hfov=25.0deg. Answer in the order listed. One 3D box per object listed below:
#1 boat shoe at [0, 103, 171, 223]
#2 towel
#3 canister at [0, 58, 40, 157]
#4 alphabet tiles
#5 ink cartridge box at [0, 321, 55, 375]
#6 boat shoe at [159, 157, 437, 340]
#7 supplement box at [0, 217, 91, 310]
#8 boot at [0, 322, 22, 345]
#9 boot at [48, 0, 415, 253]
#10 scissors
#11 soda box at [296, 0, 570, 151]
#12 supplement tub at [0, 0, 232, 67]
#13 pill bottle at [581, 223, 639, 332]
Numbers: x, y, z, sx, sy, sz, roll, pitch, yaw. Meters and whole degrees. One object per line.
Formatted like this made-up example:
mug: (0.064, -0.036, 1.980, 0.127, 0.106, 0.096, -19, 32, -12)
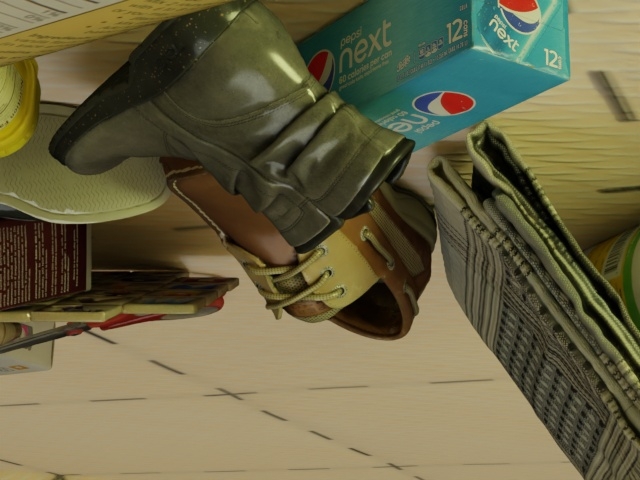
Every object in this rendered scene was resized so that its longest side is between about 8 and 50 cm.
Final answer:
boat shoe: (-0.220, -0.056, 1.022, 0.233, 0.084, 0.079, 1, -173, -8)
towel: (0.181, 0.092, 1.086, 0.056, 0.312, 0.324, -29, 160, -7)
canister: (-0.242, -0.110, 0.826, 0.126, 0.073, 0.170, 1, 162, 4)
alphabet tiles: (-0.227, 0.045, 1.237, 0.285, 0.011, 0.342, 0, -176, 6)
ink cartridge box: (-0.465, 0.082, 1.496, 0.176, 0.069, 0.371, -8, 163, 32)
boat shoe: (0.000, 0.000, 1.080, 0.123, 0.119, 0.324, -9, 160, 30)
supplement box: (-0.281, 0.013, 1.089, 0.130, 0.073, 0.239, 2, -175, 16)
boot: (-0.310, 0.070, 1.199, 0.119, 0.042, 0.087, 0, 177, 24)
boot: (-0.060, -0.048, 0.859, 0.161, 0.083, 0.246, 46, 149, -9)
scissors: (-0.235, 0.081, 1.454, 0.297, 0.021, 0.109, -11, 168, 3)
soda box: (0.048, -0.098, 0.843, 0.071, 0.067, 0.210, 12, 161, -32)
supplement tub: (-0.089, -0.163, 0.346, 0.331, 0.241, 0.241, -10, 159, 33)
pill bottle: (0.264, 0.065, 1.239, 0.136, 0.136, 0.246, 8, 162, -20)
